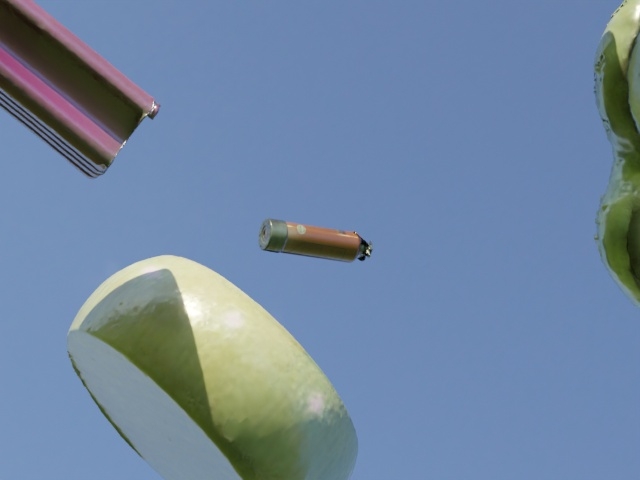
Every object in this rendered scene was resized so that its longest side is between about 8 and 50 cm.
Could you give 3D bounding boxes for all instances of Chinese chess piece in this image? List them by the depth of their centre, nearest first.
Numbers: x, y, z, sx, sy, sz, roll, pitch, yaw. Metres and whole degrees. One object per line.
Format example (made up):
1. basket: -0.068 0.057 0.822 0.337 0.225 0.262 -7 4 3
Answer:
1. Chinese chess piece: -0.085 0.125 1.496 0.250 0.101 0.250 38 -22 19

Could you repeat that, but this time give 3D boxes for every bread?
1. bread: 0.244 -0.062 1.306 0.064 0.172 0.232 9 -70 49

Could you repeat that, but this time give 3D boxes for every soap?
1. soap: -0.214 -0.129 1.345 0.203 0.065 0.122 39 -9 -8

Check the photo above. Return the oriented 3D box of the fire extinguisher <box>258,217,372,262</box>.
1. fire extinguisher: 0.000 0.000 1.282 0.028 0.083 0.022 -123 -134 -56
